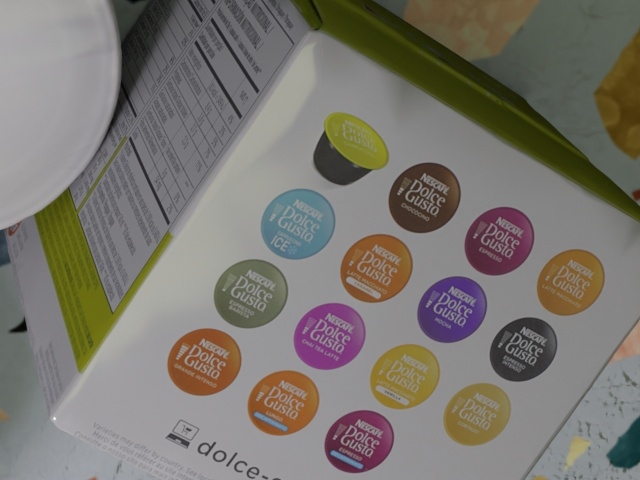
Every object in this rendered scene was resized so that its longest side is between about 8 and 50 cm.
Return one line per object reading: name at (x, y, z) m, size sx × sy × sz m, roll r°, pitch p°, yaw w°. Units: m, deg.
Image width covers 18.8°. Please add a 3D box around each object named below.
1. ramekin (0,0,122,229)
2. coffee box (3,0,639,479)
ramekin at (-0.288, -0.147, 1.446) m, size 0.273 × 0.127 × 0.273 m, roll -5°, pitch 115°, yaw -11°
coffee box at (0.000, 0.000, 1.465) m, size 0.337 × 0.338 × 0.334 m, roll 29°, pitch 103°, yaw -24°
